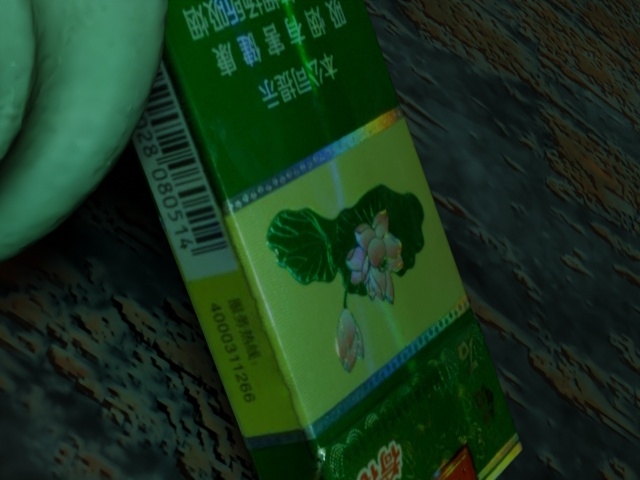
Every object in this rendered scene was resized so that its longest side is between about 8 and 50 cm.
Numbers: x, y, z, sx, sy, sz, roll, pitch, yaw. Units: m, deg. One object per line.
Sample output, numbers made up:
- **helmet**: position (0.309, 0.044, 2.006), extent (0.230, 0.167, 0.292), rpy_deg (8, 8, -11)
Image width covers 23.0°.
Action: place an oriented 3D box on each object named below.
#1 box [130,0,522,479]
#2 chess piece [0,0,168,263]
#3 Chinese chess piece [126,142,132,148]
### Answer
- **box**: position (0.000, 0.000, 0.570), extent (0.132, 0.034, 0.235), rpy_deg (-33, 106, -55)
- **chess piece**: position (-0.135, -0.027, 0.347), extent (0.195, 0.194, 0.299), rpy_deg (33, 19, -17)
- **Chinese chess piece**: position (-0.108, -0.146, 0.648), extent (0.238, 0.092, 0.237), rpy_deg (27, 39, -24)
